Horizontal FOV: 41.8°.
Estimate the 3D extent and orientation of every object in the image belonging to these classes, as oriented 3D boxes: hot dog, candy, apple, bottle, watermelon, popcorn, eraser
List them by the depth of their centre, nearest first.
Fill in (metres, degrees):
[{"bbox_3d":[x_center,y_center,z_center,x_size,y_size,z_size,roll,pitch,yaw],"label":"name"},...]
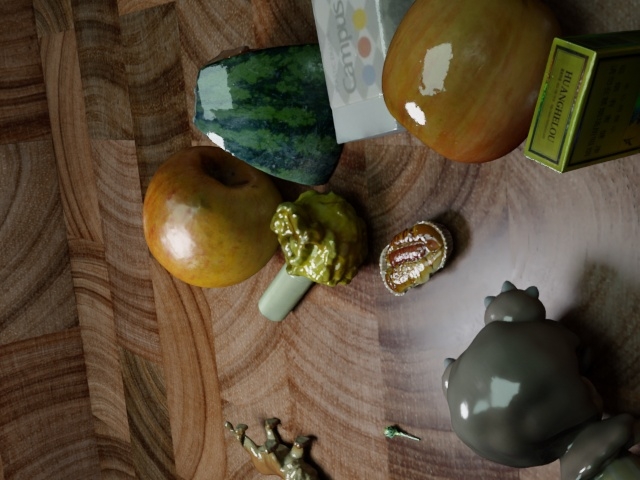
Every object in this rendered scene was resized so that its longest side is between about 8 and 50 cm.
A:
[{"bbox_3d":[0.210,-0.243,1.141,0.242,0.242,0.241,52,125,31],"label":"apple"},{"bbox_3d":[0.080,-0.372,1.387,0.213,0.082,0.396,-3,98,56],"label":"eraser"},{"bbox_3d":[0.159,0.029,1.428,0.192,0.053,0.099,-40,71,54],"label":"hot dog"},{"bbox_3d":[-0.005,0.002,1.567,0.197,0.156,0.197,36,140,37],"label":"popcorn"},{"bbox_3d":[0.152,0.365,1.573,0.083,0.023,0.025,5,139,48],"label":"candy"},{"bbox_3d":[-0.102,-0.236,1.600,0.292,0.283,0.250,169,105,-80],"label":"watermelon"},{"bbox_3d":[-0.225,-0.041,1.733,0.299,0.299,0.275,53,128,31],"label":"apple"},{"bbox_3d":[-0.062,0.091,1.740,0.072,0.072,0.201,62,142,21],"label":"bottle"}]

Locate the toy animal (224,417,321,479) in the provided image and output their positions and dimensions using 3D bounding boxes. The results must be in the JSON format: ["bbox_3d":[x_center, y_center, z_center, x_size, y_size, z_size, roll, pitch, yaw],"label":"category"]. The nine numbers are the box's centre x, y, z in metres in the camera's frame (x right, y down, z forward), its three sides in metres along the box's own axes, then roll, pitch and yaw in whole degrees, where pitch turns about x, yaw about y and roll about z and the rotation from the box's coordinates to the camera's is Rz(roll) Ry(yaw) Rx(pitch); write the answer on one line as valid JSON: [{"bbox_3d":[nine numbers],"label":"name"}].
[{"bbox_3d":[-0.093,0.504,1.901,0.312,0.097,0.157,7,113,55],"label":"toy animal"}]

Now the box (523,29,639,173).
[{"bbox_3d":[0.340,-0.167,0.969,0.064,0.220,0.141,36,129,43],"label":"box"}]

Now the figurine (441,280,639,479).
[{"bbox_3d":[0.318,0.255,1.149,0.380,0.203,0.248,50,133,32],"label":"figurine"}]
